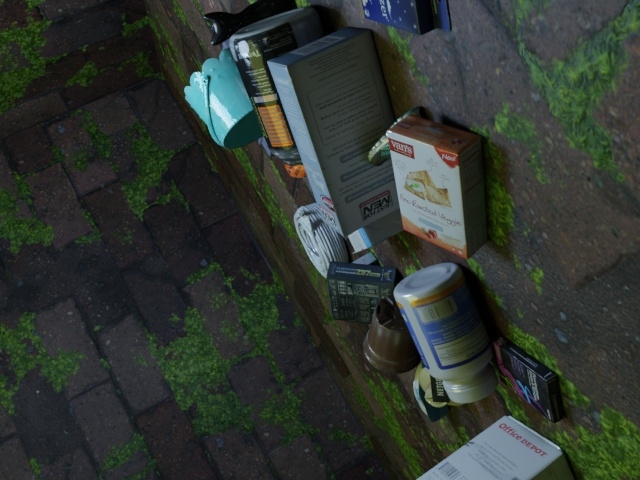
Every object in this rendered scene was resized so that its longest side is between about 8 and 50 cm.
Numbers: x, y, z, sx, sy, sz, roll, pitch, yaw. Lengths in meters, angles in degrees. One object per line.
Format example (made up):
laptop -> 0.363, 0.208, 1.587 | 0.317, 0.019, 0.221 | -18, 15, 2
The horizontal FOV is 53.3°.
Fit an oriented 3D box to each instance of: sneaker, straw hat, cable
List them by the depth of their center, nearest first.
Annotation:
sneaker -> 0.152, -0.177, 1.209 | 0.076, 0.065, 0.166 | 50, 146, 3
straw hat -> 0.306, 0.396, 1.646 | 0.145, 0.061, 0.144 | 21, 134, 24
sneaker -> 0.297, 0.411, 1.795 | 0.092, 0.087, 0.228 | -128, 19, -50
cable -> 0.000, 0.000, 2.096 | 0.257, 0.089, 0.257 | 64, 167, -9

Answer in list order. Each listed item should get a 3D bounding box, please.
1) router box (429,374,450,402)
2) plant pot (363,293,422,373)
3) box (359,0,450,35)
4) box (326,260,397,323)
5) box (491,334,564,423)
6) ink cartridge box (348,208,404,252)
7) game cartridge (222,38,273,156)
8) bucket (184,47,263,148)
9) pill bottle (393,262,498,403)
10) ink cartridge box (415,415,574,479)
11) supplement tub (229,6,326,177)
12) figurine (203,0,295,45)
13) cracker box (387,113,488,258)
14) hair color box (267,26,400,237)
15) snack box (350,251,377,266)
router box -> 0.287, 0.285, 1.531 | 0.178, 0.046, 0.133 | 75, -160, -44
plant pot -> 0.202, 0.240, 1.694 | 0.167, 0.167, 0.165 | 52, 155, 36
box -> 0.118, -0.409, 1.012 | 0.225, 0.037, 0.136 | 42, 156, 52
box -> 0.119, 0.151, 1.772 | 0.232, 0.184, 0.059 | 80, -160, -53
box -> 0.406, 0.271, 1.254 | 0.162, 0.029, 0.116 | 37, 151, 59
ink cartridge box -> 0.129, -0.024, 1.544 | 0.061, 0.104, 0.181 | 63, 166, 1
game cartridge -> -0.229, -0.467, 2.117 | 0.355, 0.068, 0.230 | 61, 162, 7
bucket -> -0.224, -0.400, 1.802 | 0.183, 0.281, 0.281 | 57, 165, 8
pill bottle -> 0.273, 0.197, 1.342 | 0.272, 0.152, 0.152 | 65, 166, -11
ink cartridge box -> 0.365, 0.527, 1.354 | 0.117, 0.283, 0.207 | 63, 167, -15
supplement tub -> -0.053, -0.326, 1.428 | 0.207, 0.207, 0.337 | 37, 151, 60
figurine -> -0.192, -0.578, 1.451 | 0.214, 0.210, 0.092 | 68, 165, -19
cracker box -> 0.210, -0.094, 1.130 | 0.156, 0.067, 0.232 | 28, 146, 41
hair color box -> 0.050, -0.216, 1.299 | 0.113, 0.185, 0.374 | 38, 152, 58
snack box -> 0.116, 0.107, 1.843 | 0.037, 0.100, 0.141 | 52, 162, 33
